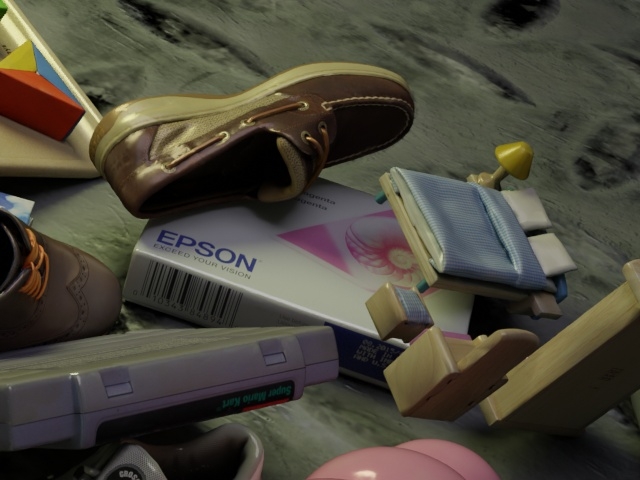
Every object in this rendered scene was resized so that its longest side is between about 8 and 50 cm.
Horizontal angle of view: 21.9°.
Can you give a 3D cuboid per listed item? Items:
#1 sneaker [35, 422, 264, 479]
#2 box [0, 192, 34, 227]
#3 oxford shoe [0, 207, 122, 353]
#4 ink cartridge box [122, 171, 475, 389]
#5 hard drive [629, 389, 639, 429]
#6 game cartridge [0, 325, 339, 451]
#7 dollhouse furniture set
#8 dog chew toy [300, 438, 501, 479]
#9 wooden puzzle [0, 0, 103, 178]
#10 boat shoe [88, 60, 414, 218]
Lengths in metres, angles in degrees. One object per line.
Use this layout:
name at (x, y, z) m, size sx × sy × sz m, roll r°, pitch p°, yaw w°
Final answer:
sneaker at (-0.172, 0.207, 1.148) m, size 0.330 × 0.146 × 0.122 m, roll -21°, pitch 53°, yaw -43°
box at (-0.328, 0.014, 1.494) m, size 0.109 × 0.042 × 0.178 m, roll 16°, pitch 33°, yaw -7°
oxford shoe at (-0.263, 0.037, 1.323) m, size 0.132 × 0.130 × 0.363 m, roll -10°, pitch -10°, yaw 32°
ink cartridge box at (0.000, 0.000, 1.660) m, size 0.324 × 0.071 × 0.330 m, roll 18°, pitch 34°, yaw 0°
hard drive at (0.386, 0.170, 1.614) m, size 0.172 × 0.054 × 0.255 m, roll 11°, pitch 34°, yaw -13°
game cartridge at (-0.174, 0.111, 1.256) m, size 0.230 × 0.068 × 0.355 m, roll 2°, pitch 5°, yaw 38°
dollhouse furniture set at (0.176, -0.007, 1.513) m, size 0.286 × 0.198 × 0.303 m, roll 12°, pitch 45°, yaw -45°
dog chew toy at (0.041, 0.244, 1.209) m, size 0.206 × 0.207 × 0.332 m, roll 30°, pitch 27°, yaw 17°
wooden puzzle at (-0.386, -0.195, 1.622) m, size 0.347 × 0.080 × 0.322 m, roll -7°, pitch 53°, yaw -54°
boat shoe at (-0.046, -0.084, 1.601) m, size 0.342 × 0.123 × 0.123 m, roll -9°, pitch 48°, yaw -29°
